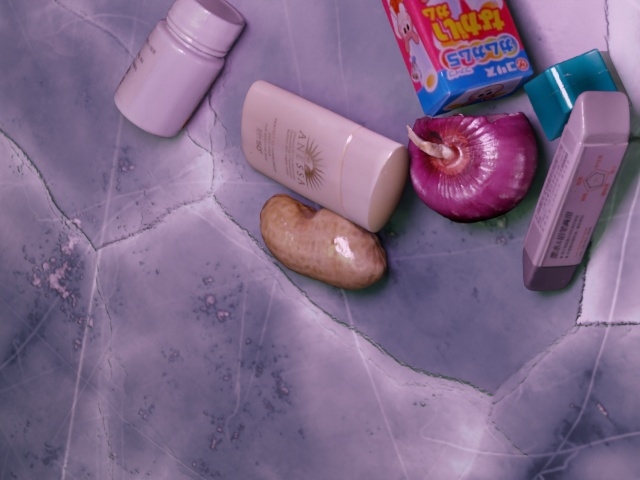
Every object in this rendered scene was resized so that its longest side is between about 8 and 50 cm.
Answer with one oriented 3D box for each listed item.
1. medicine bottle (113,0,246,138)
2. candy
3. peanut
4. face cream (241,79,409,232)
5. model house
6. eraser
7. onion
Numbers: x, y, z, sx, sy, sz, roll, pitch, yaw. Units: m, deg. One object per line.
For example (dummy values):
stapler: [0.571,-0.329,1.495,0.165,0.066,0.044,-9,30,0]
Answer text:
medicine bottle: [-0.249,-0.316,2.024,0.144,0.144,0.252,43,116,13]
candy: [0.195,-0.359,1.774,0.100,0.157,0.305,138,114,-68]
peanut: [0.000,0.000,1.975,0.253,0.122,0.137,16,105,27]
face cream: [0.004,-0.137,1.901,0.348,0.081,0.173,30,130,39]
model house: [0.388,-0.222,1.742,0.127,0.149,0.100,-26,84,27]
eraser: [0.387,-0.067,1.749,0.061,0.089,0.352,-113,27,-46]
onion: [0.241,-0.117,1.817,0.207,0.200,0.200,-8,95,8]
